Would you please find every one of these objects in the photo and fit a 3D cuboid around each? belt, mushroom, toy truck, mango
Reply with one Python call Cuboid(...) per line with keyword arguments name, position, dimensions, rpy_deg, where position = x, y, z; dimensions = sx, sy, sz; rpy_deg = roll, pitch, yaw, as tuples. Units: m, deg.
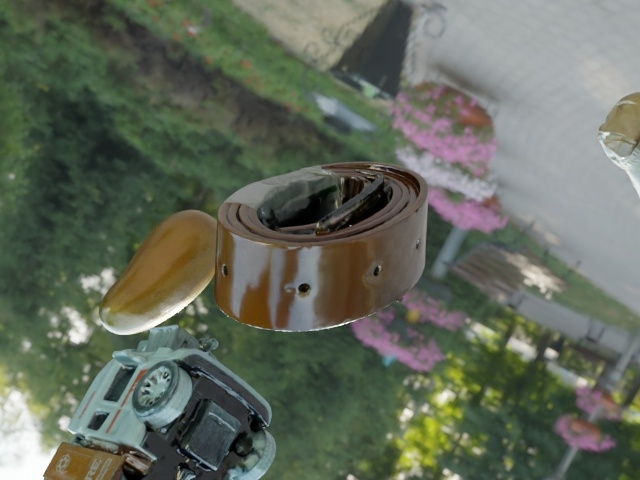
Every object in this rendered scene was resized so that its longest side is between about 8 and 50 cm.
Cuboid(name="belt", position=(0.000, 0.000, 1.129), dimensions=(0.184, 0.105, 0.261), rpy_deg=(11, -155, 23))
Cuboid(name="mushroom", position=(0.376, -0.082, 1.300), dimensions=(0.225, 0.116, 0.093), rpy_deg=(18, 174, -37))
Cuboid(name="toy truck", position=(-0.175, 0.219, 0.993), dimensions=(0.184, 0.338, 0.133), rpy_deg=(3, 148, 47))
Cuboid(name="mango", position=(-0.176, 0.041, 1.319), dimensions=(0.085, 0.184, 0.102), rpy_deg=(30, 147, 12))
